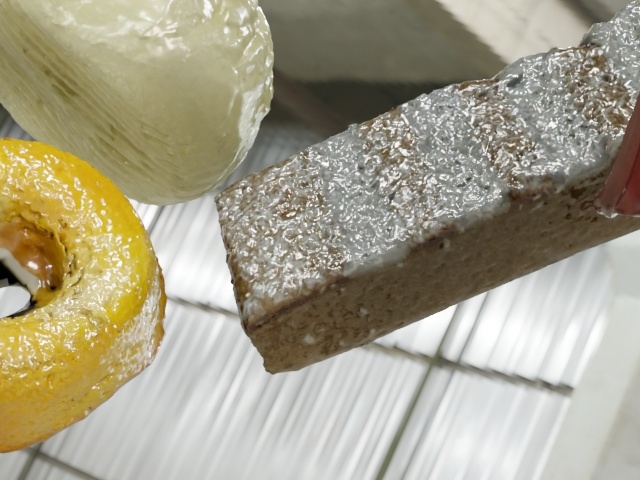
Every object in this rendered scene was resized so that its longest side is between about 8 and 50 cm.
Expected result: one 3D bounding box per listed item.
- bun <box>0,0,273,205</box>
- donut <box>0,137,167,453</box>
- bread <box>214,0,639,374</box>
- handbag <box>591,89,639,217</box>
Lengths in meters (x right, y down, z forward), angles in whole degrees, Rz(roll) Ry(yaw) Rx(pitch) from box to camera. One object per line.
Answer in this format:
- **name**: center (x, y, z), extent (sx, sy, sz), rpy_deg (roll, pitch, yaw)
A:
- **bun**: center (-0.200, -0.215, 1.548), extent (0.349, 0.227, 0.352), rpy_deg (47, -25, -16)
- **donut**: center (-0.236, 0.035, 1.123), extent (0.253, 0.253, 0.118), rpy_deg (24, -42, 3)
- **bread**: center (0.123, -0.047, 1.163), extent (0.165, 0.416, 0.113), rpy_deg (-112, 177, -48)
- **handbag**: center (0.250, -0.144, 0.895), extent (0.084, 0.260, 0.275), rpy_deg (18, 20, 13)
